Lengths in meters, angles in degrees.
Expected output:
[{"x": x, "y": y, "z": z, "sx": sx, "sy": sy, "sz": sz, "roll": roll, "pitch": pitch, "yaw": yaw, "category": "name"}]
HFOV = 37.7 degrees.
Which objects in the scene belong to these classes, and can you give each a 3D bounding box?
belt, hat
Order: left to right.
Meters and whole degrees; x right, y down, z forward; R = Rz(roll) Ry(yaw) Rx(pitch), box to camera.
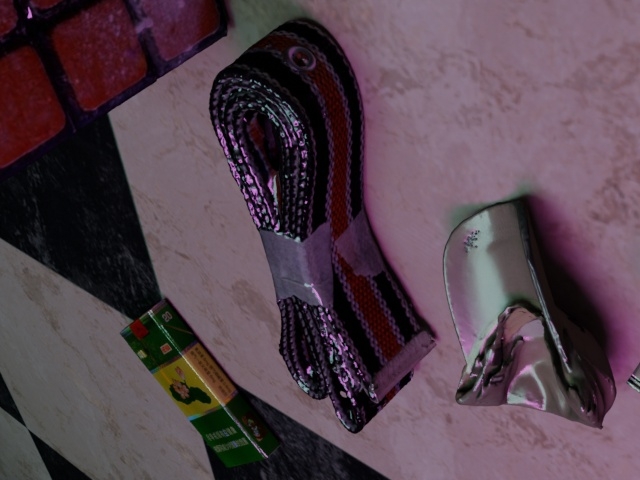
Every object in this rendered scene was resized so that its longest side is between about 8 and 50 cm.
[{"x": 0.000, "y": 0.000, "z": 0.775, "sx": 0.126, "sy": 0.094, "sz": 0.360, "roll": 17, "pitch": 134, "yaw": 42, "category": "belt"}, {"x": 0.161, "y": 0.054, "z": 0.676, "sx": 0.147, "sy": 0.085, "sz": 0.175, "roll": -1, "pitch": 100, "yaw": 63, "category": "hat"}]

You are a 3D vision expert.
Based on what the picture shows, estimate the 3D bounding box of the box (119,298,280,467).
[{"x": -0.158, "y": 0.188, "z": 1.205, "sx": 0.235, "sy": 0.034, "sz": 0.132, "roll": 51, "pitch": 148, "yaw": -3, "category": "box"}]

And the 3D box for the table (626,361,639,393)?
[{"x": 0.241, "y": 0.059, "z": 0.561, "sx": 0.062, "sy": 0.079, "sz": 0.083, "roll": 35, "pitch": 143, "yaw": 23, "category": "table"}]

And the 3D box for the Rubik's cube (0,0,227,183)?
[{"x": -0.332, "y": -0.244, "z": 0.693, "sx": 0.337, "sy": 0.343, "sz": 0.344, "roll": 18, "pitch": 134, "yaw": 39, "category": "Rubik's cube"}]
